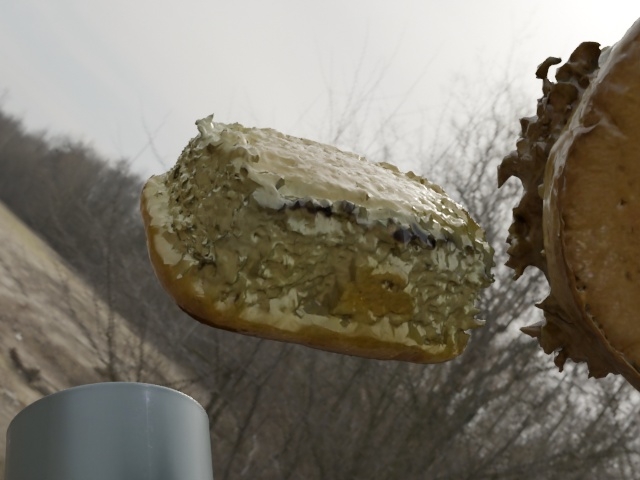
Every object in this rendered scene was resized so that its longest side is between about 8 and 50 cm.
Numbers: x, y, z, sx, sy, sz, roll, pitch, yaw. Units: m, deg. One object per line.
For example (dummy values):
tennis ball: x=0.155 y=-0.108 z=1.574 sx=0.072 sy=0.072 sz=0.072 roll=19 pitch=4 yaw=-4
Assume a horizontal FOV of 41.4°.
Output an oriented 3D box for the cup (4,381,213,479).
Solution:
cup: x=-0.195 y=0.315 z=0.796 sx=0.205 sy=0.205 sz=0.312 roll=51 pitch=21 yaw=-49

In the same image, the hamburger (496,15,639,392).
hamburger: x=0.311 y=-0.020 z=0.781 sx=0.268 sy=0.286 sz=0.446 roll=-20 pitch=102 yaw=-79

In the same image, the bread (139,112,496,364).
bread: x=0.000 y=0.000 z=0.594 sx=0.245 sy=0.121 sz=0.174 roll=10 pitch=21 yaw=-30
